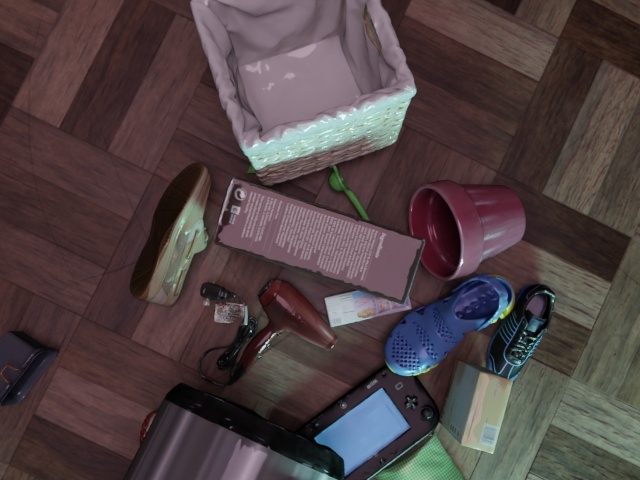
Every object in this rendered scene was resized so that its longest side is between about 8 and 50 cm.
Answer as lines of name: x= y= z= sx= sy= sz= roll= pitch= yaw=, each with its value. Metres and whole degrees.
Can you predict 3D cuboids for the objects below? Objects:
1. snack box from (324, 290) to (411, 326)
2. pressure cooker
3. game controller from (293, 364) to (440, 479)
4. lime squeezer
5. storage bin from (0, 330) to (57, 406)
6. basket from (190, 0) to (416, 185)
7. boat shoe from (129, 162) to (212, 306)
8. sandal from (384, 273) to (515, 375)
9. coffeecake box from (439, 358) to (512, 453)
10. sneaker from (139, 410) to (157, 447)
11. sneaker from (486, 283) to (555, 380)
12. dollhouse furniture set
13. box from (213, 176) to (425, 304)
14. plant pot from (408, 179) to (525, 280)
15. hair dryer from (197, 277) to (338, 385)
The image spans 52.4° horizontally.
snack box: x=0.101 y=0.134 z=1.385 sx=0.178 sy=0.022 sz=0.064 roll=-12 pitch=87 yaw=-4
pressure cooker: x=-0.185 y=0.507 z=1.138 sx=0.369 sy=0.375 sz=0.421 roll=24 pitch=73 yaw=7
game controller: x=0.086 y=0.397 z=1.349 sx=0.319 sy=0.067 sz=0.167 roll=-36 pitch=90 yaw=-5
lime squeezer: x=0.006 y=-0.121 z=1.376 sx=0.310 sy=0.059 sz=0.110 roll=28 pitch=86 yaw=-2
storage bin: x=-0.621 y=0.251 z=1.310 sx=0.091 sy=0.098 sz=0.135 roll=35 pitch=86 yaw=9
basket: x=-0.034 y=-0.314 z=1.250 sx=0.331 sy=0.266 sz=0.329 roll=-20 pitch=75 yaw=-5
boat shoe: x=-0.288 y=-0.011 z=1.340 sx=0.098 sy=0.109 sz=0.303 roll=25 pitch=84 yaw=-41
sandal: x=0.264 y=0.160 z=1.328 sx=0.317 sy=0.138 sz=0.126 roll=-36 pitch=75 yaw=-5
coffeecake box: x=0.306 y=0.325 z=1.305 sx=0.068 sy=0.185 sz=0.143 roll=16 pitch=87 yaw=-2
sneaker: x=-0.313 y=0.457 z=1.326 sx=0.092 sy=0.088 sz=0.226 roll=-12 pitch=90 yaw=-20
sneaker: x=0.420 y=0.198 z=1.364 sx=0.081 sy=0.090 sz=0.233 roll=23 pitch=86 yaw=-2
dollhouse furniture set: x=0.178 y=0.563 z=1.303 sx=0.301 sy=0.151 sz=0.198 roll=-36 pitch=89 yaw=-4
box: x=0.000 y=0.000 z=1.289 sx=0.381 sy=0.191 sz=0.143 roll=16 pitch=91 yaw=3
plant pot: x=0.306 y=-0.034 z=1.329 sx=0.180 sy=0.201 sz=0.202 roll=-13 pitch=88 yaw=-19
hair dryer: x=-0.109 y=0.188 z=1.360 sx=0.293 sy=0.080 sz=0.224 roll=1 pitch=103 yaw=2
